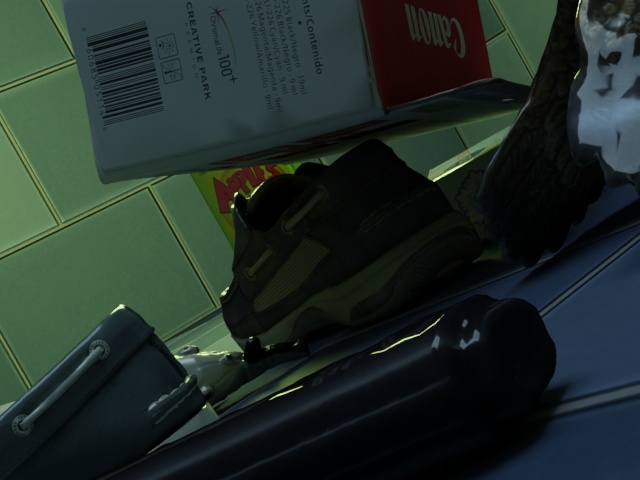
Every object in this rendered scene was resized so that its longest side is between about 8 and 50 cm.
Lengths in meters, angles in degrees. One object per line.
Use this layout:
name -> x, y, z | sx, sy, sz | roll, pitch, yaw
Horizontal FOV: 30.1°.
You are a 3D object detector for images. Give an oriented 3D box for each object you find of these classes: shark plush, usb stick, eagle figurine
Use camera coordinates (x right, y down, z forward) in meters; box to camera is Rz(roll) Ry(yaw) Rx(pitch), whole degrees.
shark plush -> -0.089, 0.100, 0.854 | 0.161, 0.073, 0.067 | -34, -29, -2
usb stick -> -0.046, 0.092, 0.423 | 0.278, 0.045, 0.077 | -29, -5, 26
eagle figurine -> 0.147, -0.153, 0.605 | 0.225, 0.298, 0.226 | -23, -13, 33

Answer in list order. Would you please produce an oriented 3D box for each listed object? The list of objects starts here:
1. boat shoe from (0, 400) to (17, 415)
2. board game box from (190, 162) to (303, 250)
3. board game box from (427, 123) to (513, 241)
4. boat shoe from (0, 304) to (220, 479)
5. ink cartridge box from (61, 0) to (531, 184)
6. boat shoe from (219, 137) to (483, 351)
boat shoe -> -0.271, 0.176, 0.847 | 0.096, 0.098, 0.277 | -30, 2, -40
board game box -> -0.039, -0.013, 1.129 | 0.092, 0.181, 0.043 | -29, 2, 21
board game box -> 0.247, -0.107, 1.076 | 0.318, 0.066, 0.318 | -29, 2, 9
boat shoe -> -0.211, 0.147, 0.643 | 0.319, 0.099, 0.116 | -30, 2, -10
ink cartridge box -> 0.022, -0.135, 0.855 | 0.271, 0.130, 0.309 | -11, 2, 21
boat shoe -> 0.000, 0.000, 0.949 | 0.132, 0.130, 0.355 | -30, 1, -29
